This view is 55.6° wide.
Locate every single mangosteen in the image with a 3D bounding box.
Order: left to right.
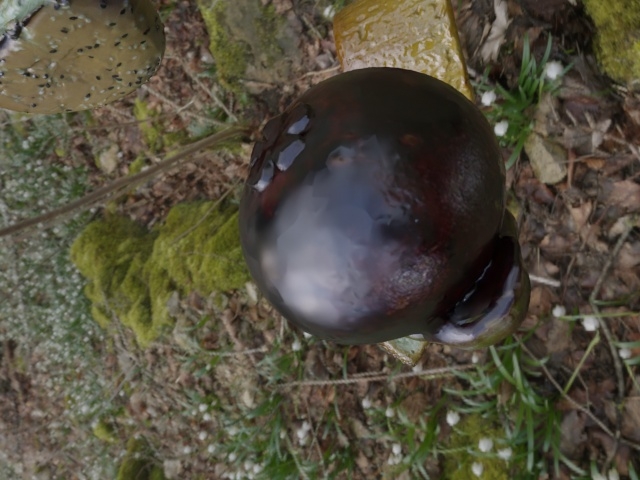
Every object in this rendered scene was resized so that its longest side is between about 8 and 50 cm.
[{"bbox_3d":[0.042,-0.020,0.433,0.210,0.210,0.209,9,122,15],"label":"mangosteen"}]

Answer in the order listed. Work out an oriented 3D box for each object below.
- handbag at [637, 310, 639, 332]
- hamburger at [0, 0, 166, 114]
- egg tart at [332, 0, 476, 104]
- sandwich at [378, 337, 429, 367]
[{"bbox_3d":[0.819,0.136,1.210,0.283,0.302,0.149,40,161,-1],"label":"handbag"},{"bbox_3d":[-0.390,-0.336,0.942,0.318,0.277,0.195,-29,73,28],"label":"hamburger"},{"bbox_3d":[0.105,-0.244,0.784,0.147,0.202,0.202,-15,114,16],"label":"egg tart"},{"bbox_3d":[0.173,0.082,1.251,0.254,0.099,0.288,40,84,16],"label":"sandwich"}]
